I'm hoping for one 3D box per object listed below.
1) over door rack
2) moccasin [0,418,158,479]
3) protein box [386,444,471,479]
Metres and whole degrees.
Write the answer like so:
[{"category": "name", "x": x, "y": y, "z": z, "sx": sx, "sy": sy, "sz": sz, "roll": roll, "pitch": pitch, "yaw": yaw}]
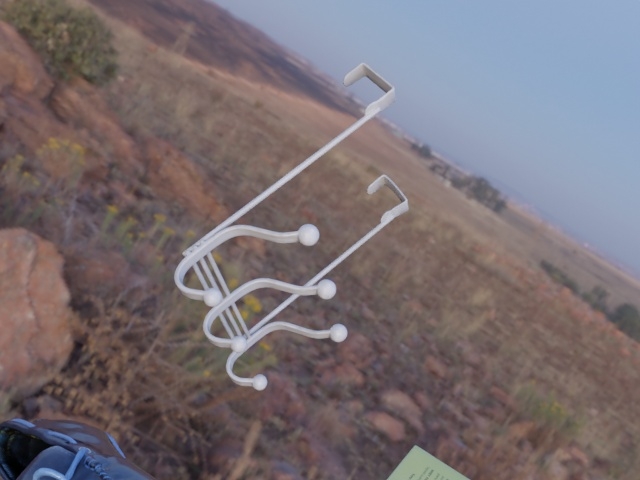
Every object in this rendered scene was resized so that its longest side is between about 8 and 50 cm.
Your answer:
[{"category": "over door rack", "x": 0.000, "y": 0.000, "z": 1.034, "sx": 0.108, "sy": 0.324, "sz": 0.239, "roll": 32, "pitch": -22, "yaw": 25}, {"category": "moccasin", "x": -0.210, "y": 0.235, "z": 0.777, "sx": 0.116, "sy": 0.138, "sz": 0.342, "roll": 23, "pitch": -9, "yaw": -29}, {"category": "protein box", "x": 0.121, "y": 0.365, "z": 0.979, "sx": 0.201, "sy": 0.136, "sz": 0.200, "roll": 30, "pitch": 37, "yaw": 19}]
